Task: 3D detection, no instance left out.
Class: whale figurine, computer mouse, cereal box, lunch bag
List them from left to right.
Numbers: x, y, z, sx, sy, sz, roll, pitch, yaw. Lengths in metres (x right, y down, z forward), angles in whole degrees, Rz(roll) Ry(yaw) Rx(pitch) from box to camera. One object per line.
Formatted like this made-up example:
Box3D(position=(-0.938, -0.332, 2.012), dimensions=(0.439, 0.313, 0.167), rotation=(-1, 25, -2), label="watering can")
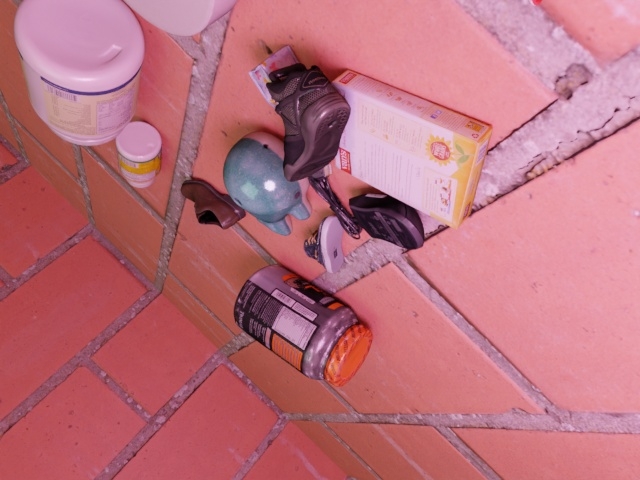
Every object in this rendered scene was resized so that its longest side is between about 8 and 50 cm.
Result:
Box3D(position=(-0.119, -0.093, 1.045), dimensions=(0.216, 0.141, 0.272), rotation=(35, 152, 16), label="whale figurine")
Box3D(position=(-0.063, -0.257, 0.814), dimensions=(0.083, 0.071, 0.053), rotation=(53, 154, -19), label="lunch bag")
Box3D(position=(0.082, -0.074, 0.894), dimensions=(0.184, 0.060, 0.262), rotation=(50, 164, -21), label="computer mouse")
Box3D(position=(0.124, -0.136, 0.754), dimensions=(0.240, 0.047, 0.173), rotation=(32, 150, 25), label="cereal box")

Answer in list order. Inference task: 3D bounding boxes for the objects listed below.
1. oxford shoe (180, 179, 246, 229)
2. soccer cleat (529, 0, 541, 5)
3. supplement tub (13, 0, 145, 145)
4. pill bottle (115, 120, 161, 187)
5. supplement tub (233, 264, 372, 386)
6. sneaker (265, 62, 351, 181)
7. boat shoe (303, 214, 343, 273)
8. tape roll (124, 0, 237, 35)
Box3D(position=(-0.314, -0.098, 1.357), dimensions=(0.227, 0.096, 0.083), rotation=(28, 151, 32), label="oxford shoe")
Box3D(position=(0.199, -0.271, 0.489), dimensions=(0.035, 0.029, 0.083), rotation=(20, 142, 54), label="soccer cleat")
Box3D(position=(-0.519, -0.366, 1.102), dimensions=(0.235, 0.235, 0.325), rotation=(47, 153, -6), label="supplement tub")
Box3D(position=(-0.505, -0.230, 1.405), dimensions=(0.117, 0.117, 0.208), rotation=(43, 153, 2), label="pill bottle")
Box3D(position=(-0.046, 0.221, 1.316), dimensions=(0.338, 0.207, 0.207), rotation=(29, 149, 27), label="supplement tub")
Box3D(position=(-0.029, -0.186, 0.787), dimensions=(0.130, 0.087, 0.227), rotation=(62, 161, 15), label="sneaker")
Box3D(position=(0.000, 0.000, 1.095), dimensions=(0.083, 0.065, 0.183), rotation=(30, 151, 23), label="boat shoe")
Box3D(position=(-0.271, -0.498, 0.735), dimensions=(0.392, 0.072, 0.392), rotation=(35, 155, 19), label="tape roll")
